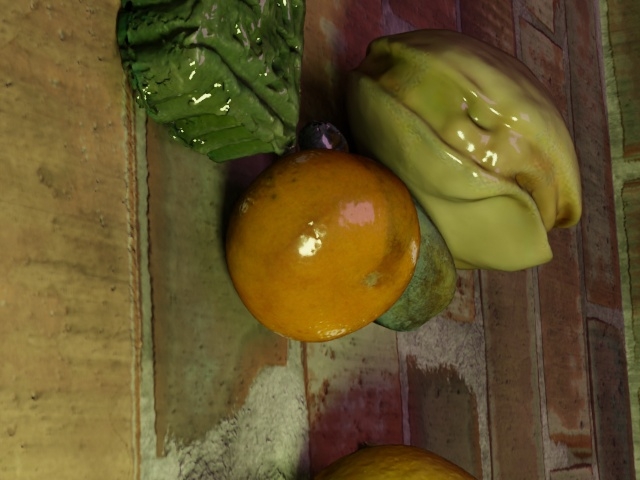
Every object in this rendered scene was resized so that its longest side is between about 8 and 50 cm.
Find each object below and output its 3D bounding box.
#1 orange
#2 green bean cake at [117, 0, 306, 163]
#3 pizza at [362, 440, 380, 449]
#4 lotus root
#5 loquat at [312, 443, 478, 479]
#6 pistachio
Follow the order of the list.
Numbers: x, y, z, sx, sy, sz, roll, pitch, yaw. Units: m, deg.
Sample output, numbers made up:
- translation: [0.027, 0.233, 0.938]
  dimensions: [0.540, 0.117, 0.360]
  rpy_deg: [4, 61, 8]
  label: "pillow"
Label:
- translation: [0.000, 0.000, 1.582]
  dimensions: [0.171, 0.240, 0.240]
  rpy_deg: [50, 0, 42]
  label: "orange"
- translation: [-0.110, -0.228, 1.504]
  dimensions: [0.241, 0.132, 0.255]
  rpy_deg: [41, 48, -59]
  label: "green bean cake"
- translation: [0.116, 0.371, 1.883]
  dimensions: [0.147, 0.069, 0.226]
  rpy_deg: [-6, 89, -62]
  label: "pizza"
- translation: [0.055, -0.008, 1.757]
  dimensions: [0.322, 0.158, 0.140]
  rpy_deg: [52, 50, -35]
  label: "lotus root"
- translation: [0.096, 0.373, 1.627]
  dimensions: [0.275, 0.274, 0.275]
  rpy_deg: [26, 60, -60]
  label: "loquat"
- translation: [0.189, -0.116, 1.877]
  dimensions: [0.281, 0.365, 0.445]
  rpy_deg: [-49, 162, -4]
  label: "pistachio"
